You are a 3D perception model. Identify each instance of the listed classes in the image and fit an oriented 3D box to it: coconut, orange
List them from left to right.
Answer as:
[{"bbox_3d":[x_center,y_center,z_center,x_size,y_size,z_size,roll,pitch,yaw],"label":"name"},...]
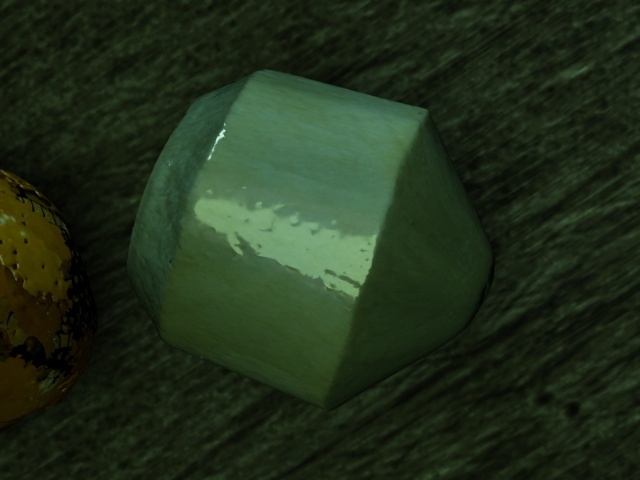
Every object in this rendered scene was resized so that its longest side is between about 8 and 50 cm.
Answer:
[{"bbox_3d":[-0.262,0.047,1.161,0.234,0.234,0.182,-17,75,8],"label":"orange"},{"bbox_3d":[0.000,0.000,1.141,0.222,0.202,0.202,20,99,7],"label":"coconut"}]
